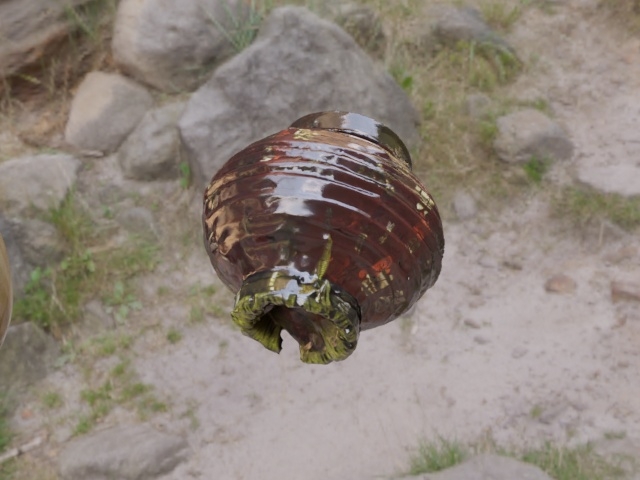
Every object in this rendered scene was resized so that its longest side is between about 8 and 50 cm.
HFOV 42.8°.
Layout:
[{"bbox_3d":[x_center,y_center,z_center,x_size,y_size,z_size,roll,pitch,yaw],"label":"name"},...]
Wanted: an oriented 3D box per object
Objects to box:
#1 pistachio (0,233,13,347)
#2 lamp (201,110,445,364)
[{"bbox_3d":[-0.504,0.037,1.070,0.182,0.292,0.162,-26,30,-26],"label":"pistachio"},{"bbox_3d":[0.000,0.000,0.793,0.247,0.246,0.247,-3,29,1],"label":"lamp"}]
